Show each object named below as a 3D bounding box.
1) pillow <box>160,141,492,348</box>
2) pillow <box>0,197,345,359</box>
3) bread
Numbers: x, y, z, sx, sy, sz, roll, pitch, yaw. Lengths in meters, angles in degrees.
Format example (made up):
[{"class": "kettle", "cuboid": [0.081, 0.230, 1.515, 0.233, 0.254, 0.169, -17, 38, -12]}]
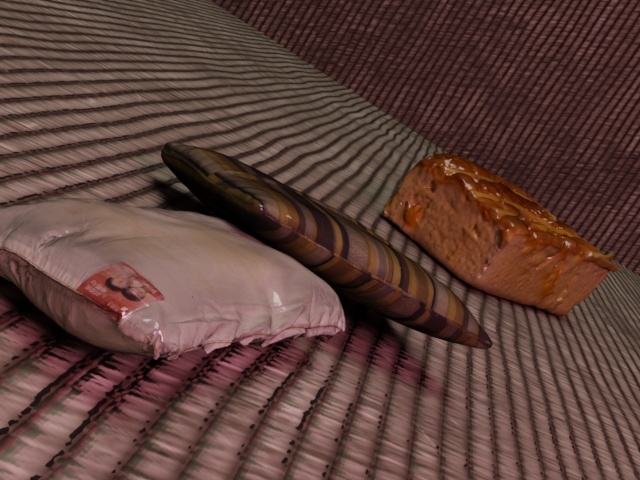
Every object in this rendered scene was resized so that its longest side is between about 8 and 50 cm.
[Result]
[{"class": "pillow", "cuboid": [0.000, 0.000, 0.682, 0.212, 0.052, 0.208, 32, -1, -29]}, {"class": "pillow", "cuboid": [-0.073, 0.020, 0.495, 0.128, 0.051, 0.229, 28, 9, 21]}, {"class": "bread", "cuboid": [0.223, -0.007, 1.159, 0.274, 0.114, 0.185, 15, 21, -47]}]
